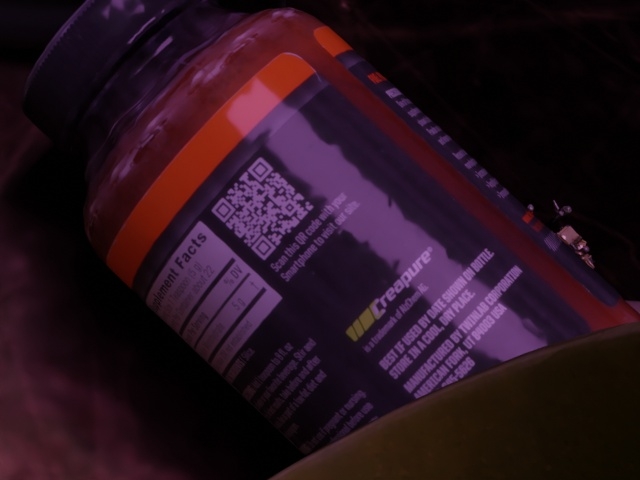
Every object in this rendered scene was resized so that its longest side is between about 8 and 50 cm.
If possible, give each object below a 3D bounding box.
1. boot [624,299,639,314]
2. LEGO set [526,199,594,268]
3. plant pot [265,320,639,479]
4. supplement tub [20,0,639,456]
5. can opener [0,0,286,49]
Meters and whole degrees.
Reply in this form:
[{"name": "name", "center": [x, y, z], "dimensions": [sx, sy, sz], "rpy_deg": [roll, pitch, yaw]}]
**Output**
[{"name": "boot", "center": [0.111, 0.074, 0.555], "dimensions": [0.087, 0.042, 0.118], "rpy_deg": [24, 51, -3]}, {"name": "LEGO set", "center": [0.067, -0.001, 0.586], "dimensions": [0.083, 0.023, 0.054], "rpy_deg": [-25, 73, -35]}, {"name": "plant pot", "center": [0.047, 0.211, 0.315], "dimensions": [0.275, 0.275, 0.293], "rpy_deg": [-37, 96, -38]}, {"name": "supplement tub", "center": [0.000, 0.000, 0.502], "dimensions": [0.198, 0.106, 0.106], "rpy_deg": [44, 52, 5]}, {"name": "can opener", "center": [-0.139, -0.118, 0.529], "dimensions": [0.283, 0.076, 0.095], "rpy_deg": [0, 61, -27]}]
